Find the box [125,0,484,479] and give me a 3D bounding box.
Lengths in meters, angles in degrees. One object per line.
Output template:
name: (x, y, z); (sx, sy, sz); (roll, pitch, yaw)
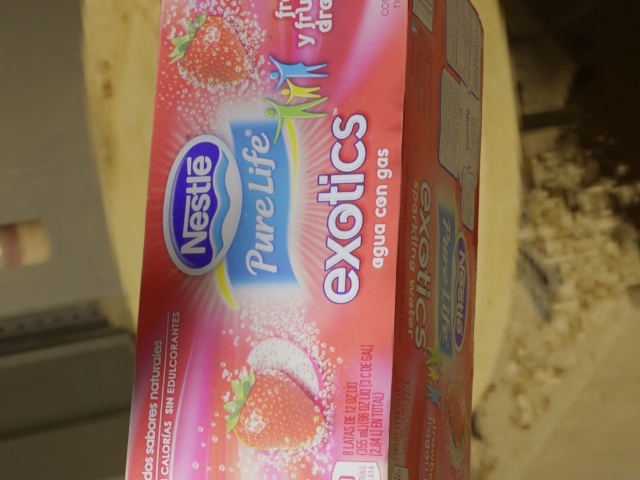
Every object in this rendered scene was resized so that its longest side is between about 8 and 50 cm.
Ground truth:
box: (0.000, 0.000, 0.849); (0.154, 0.142, 0.300); (28, -118, -66)
